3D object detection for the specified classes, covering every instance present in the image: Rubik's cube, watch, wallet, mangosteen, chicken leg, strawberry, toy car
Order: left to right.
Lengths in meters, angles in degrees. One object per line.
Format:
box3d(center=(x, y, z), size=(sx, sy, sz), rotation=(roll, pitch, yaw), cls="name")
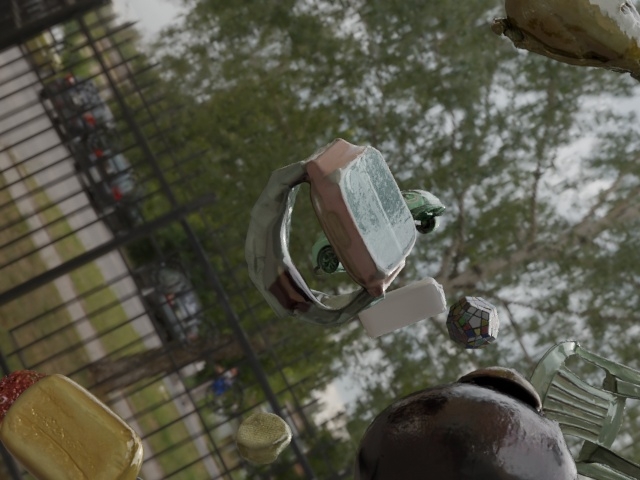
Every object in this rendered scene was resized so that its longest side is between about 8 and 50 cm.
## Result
box3d(center=(-0.587, 0.303, 1.770), size=(0.085, 0.140, 0.192), rotation=(51, -45, 10), cls="strawberry")
box3d(center=(0.000, 0.000, 1.387), size=(0.241, 0.162, 0.253), rotation=(-17, -75, 36), cls="watch")
box3d(center=(0.106, -0.029, 1.925), size=(0.136, 0.305, 0.125), rotation=(0, 61, -54), cls="toy car")
box3d(center=(0.176, 0.143, 2.022), size=(0.033, 0.190, 0.095), rotation=(-96, 161, -58), cls="wallet")
box3d(center=(0.309, 0.167, 1.922), size=(0.111, 0.111, 0.093), rotation=(62, 0, 5), cls="Rubik's cube")
box3d(center=(0.207, 0.317, 1.286), size=(0.306, 0.347, 0.307), rotation=(15, -52, 21), cls="mangosteen")
box3d(center=(0.504, -0.320, 1.583), size=(0.429, 0.201, 0.153), rotation=(35, -22, -1), cls="chicken leg")

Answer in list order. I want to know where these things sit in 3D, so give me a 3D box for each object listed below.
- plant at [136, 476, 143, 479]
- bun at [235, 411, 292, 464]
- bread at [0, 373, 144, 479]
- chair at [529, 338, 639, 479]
box3d(center=(-0.401, 0.493, 1.548), size=(0.188, 0.276, 0.199), rotation=(45, -16, 50), cls="plant")
box3d(center=(-0.086, 0.301, 1.422), size=(0.086, 0.086, 0.055), rotation=(-127, -153, -53), cls="bun")
box3d(center=(-0.366, 0.303, 1.412), size=(0.217, 0.147, 0.098), rotation=(38, -18, 20), cls="bread")
box3d(center=(0.447, 0.278, 1.473), size=(0.274, 0.204, 0.190), rotation=(17, -6, 10), cls="chair")
